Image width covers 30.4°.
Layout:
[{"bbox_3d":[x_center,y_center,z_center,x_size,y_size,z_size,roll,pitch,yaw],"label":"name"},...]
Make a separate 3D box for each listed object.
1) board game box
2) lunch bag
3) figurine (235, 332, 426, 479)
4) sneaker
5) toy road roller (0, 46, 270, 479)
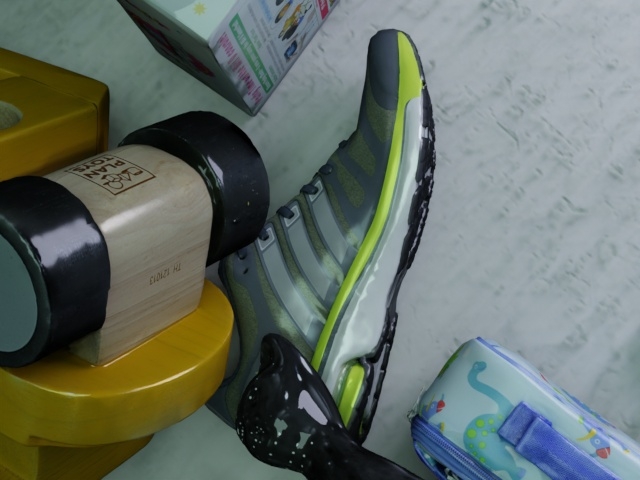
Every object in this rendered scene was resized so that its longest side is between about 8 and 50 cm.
[{"bbox_3d":[-0.001,-0.241,0.735,0.097,0.224,0.303,35,88,5],"label":"board game box"},{"bbox_3d":[0.156,0.147,0.713,0.219,0.176,0.090,35,88,6],"label":"lunch bag"},{"bbox_3d":[-0.010,0.195,0.693,0.209,0.092,0.214,43,117,35],"label":"figurine"},{"bbox_3d":[0.000,0.000,0.775,0.121,0.111,0.299,14,84,10],"label":"sneaker"},{"bbox_3d":[-0.209,0.025,0.735,0.330,0.202,0.240,24,120,24],"label":"toy road roller"}]
